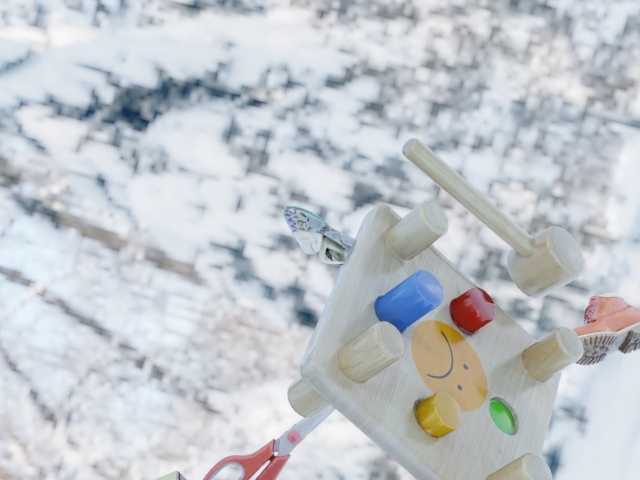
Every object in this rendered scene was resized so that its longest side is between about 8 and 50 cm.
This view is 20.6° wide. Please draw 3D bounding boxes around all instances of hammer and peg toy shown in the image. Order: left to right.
[{"bbox_3d":[0.117,0.084,1.651,0.127,0.266,0.361,-38,18,36],"label":"hammer and peg toy"}]

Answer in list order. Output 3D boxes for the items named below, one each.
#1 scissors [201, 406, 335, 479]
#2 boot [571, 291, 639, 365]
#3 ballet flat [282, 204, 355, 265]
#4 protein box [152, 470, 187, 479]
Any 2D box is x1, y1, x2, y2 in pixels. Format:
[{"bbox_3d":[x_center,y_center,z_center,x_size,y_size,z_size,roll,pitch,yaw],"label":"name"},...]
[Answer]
[{"bbox_3d":[-0.055,0.261,2.294,0.297,0.109,0.021,-56,-3,7],"label":"scissors"},{"bbox_3d":[0.363,0.113,2.325,0.158,0.084,0.059,-10,-37,-39],"label":"boot"},{"bbox_3d":[0.000,0.000,1.829,0.114,0.041,0.041,30,-108,-46],"label":"ballet flat"},{"bbox_3d":[-0.168,0.336,1.458,0.136,0.200,0.201,51,-156,-35],"label":"protein box"}]
